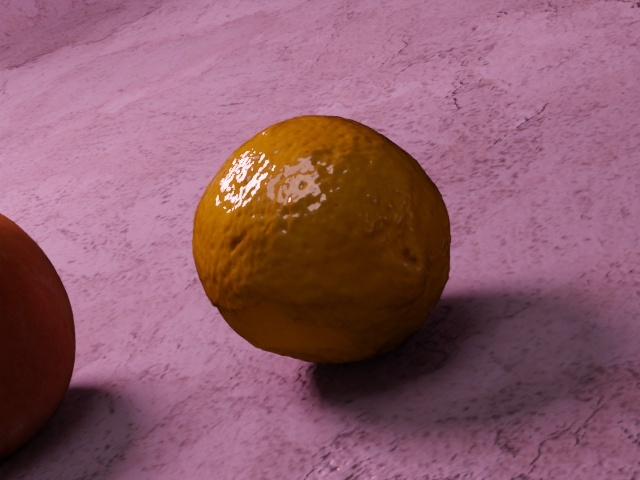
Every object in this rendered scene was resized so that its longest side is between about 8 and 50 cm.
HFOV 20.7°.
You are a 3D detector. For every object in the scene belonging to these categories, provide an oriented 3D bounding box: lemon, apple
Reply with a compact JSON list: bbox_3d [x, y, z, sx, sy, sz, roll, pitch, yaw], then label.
[{"bbox_3d":[0.000,0.000,1.421,0.204,0.204,0.260,-33,26,-23],"label":"lemon"},{"bbox_3d":[-0.344,0.083,1.548,0.253,0.253,0.253,-21,20,8],"label":"apple"}]
